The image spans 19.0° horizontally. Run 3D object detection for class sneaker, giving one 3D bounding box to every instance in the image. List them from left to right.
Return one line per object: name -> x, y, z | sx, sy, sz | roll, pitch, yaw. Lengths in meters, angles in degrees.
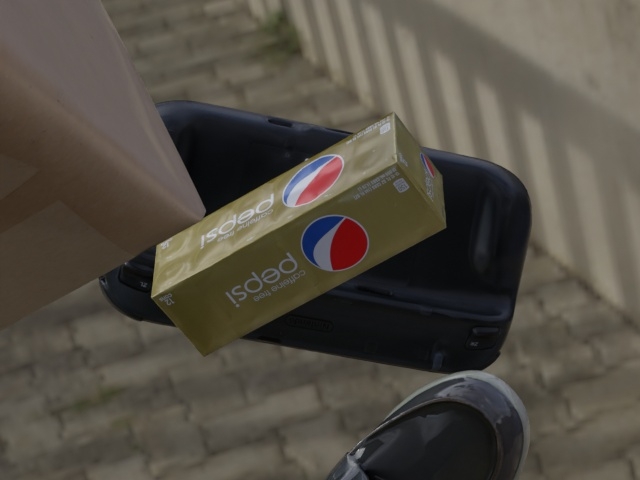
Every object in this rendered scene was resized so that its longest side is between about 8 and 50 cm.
sneaker -> 0.020, 0.165, 1.023 | 0.222, 0.083, 0.118 | -48, -8, 25

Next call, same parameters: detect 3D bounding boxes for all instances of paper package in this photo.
paper package -> -0.225, -0.128, 0.863 | 0.168, 0.309, 0.325 | -30, -20, 6

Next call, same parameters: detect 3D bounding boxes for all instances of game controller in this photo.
game controller -> 0.000, 0.000, 1.415 | 0.319, 0.166, 0.067 | 11, -3, -13

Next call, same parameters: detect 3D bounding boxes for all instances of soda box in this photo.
soda box -> -0.015, -0.002, 1.173 | 0.181, 0.058, 0.061 | -29, 29, 19
